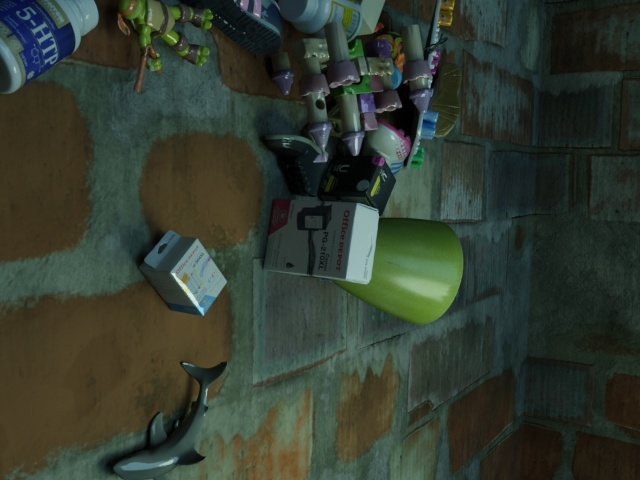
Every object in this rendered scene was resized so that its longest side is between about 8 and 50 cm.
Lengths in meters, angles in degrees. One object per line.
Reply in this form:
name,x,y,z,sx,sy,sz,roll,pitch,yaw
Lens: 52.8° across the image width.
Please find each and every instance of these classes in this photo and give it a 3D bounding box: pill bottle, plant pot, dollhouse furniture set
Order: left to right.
pill bottle,-0.420,-0.307,0.940,0.187,0.111,0.112,-54,135,-37
pill bottle,-0.002,-0.535,1.507,0.208,0.117,0.118,-7,100,-55
dollhouse furniture set,0.065,-0.254,1.640,0.182,0.101,0.161,-48,140,-30
plant pot,0.154,0.051,1.612,0.293,0.274,0.275,15,81,-29

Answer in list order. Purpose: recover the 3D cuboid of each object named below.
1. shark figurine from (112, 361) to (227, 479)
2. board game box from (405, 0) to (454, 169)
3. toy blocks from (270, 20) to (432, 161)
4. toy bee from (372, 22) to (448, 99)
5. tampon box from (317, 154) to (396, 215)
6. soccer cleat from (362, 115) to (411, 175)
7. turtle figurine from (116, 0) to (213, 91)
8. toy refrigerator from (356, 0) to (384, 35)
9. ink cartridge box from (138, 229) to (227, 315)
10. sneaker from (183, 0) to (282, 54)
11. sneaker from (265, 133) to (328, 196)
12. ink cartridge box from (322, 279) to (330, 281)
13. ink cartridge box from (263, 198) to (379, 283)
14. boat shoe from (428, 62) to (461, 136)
shark figurine,-0.256,0.379,1.261,0.278,0.116,0.166,-53,136,-34
board game box,0.311,-0.433,1.860,0.390,0.050,0.390,65,34,-82
toy blocks,0.063,-0.315,1.451,0.288,0.308,0.260,-13,95,-37
toy bee,0.179,-0.482,1.699,0.162,0.298,0.195,50,24,2
tampon box,0.089,-0.141,1.646,0.101,0.160,0.121,52,52,-44
soccer cleat,0.162,-0.213,1.695,0.143,0.116,0.331,-56,169,-1
turtle figurine,-0.287,-0.379,1.145,0.217,0.087,0.270,2,84,-63
toy refrigerator,0.117,-0.662,1.675,0.094,0.102,0.270,43,59,-49
ink cartridge box,-0.264,0.060,1.226,0.092,0.089,0.143,-58,138,-33
sneaker,-0.189,-0.503,1.276,0.319,0.112,0.131,34,50,-54
sneaker,-0.055,-0.173,1.505,0.222,0.083,0.118,16,81,-56
ink cartridge box,0.122,0.045,1.804,0.332,0.065,0.166,8,88,-54
ink cartridge box,0.000,0.000,1.469,0.100,0.237,0.172,15,81,-55
boat shoe,0.400,-0.444,2.111,0.096,0.098,0.277,123,-15,-67
